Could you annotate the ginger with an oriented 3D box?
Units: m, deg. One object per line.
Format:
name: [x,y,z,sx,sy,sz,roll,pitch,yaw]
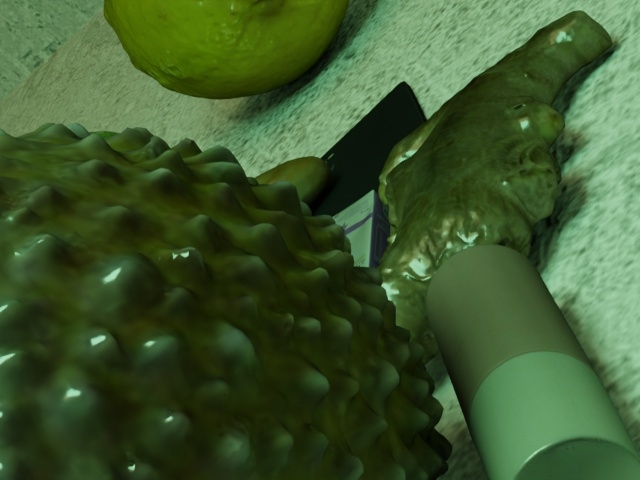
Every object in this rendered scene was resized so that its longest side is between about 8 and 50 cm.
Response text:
ginger: [0.092,-0.036,1.207,0.166,0.080,0.333,-22,31,30]

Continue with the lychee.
lychee: [-0.131,0.121,0.891,0.432,0.380,0.380,-31,7,-31]

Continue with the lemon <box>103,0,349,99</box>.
lemon: [-0.094,-0.263,1.865,0.260,0.260,0.284,-44,1,8]

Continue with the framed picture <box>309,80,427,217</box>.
framed picture: [0.000,0.000,1.457,0.244,0.013,0.324,-43,17,11]

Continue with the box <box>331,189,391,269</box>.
box: [0.028,0.021,1.274,0.051,0.036,0.117,-35,29,27]

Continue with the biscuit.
biscuit: [-0.095,-0.005,1.553,0.208,0.047,0.164,-4,43,53]

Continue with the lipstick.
lipstick: [0.105,0.075,0.944,0.070,0.070,0.254,-43,17,10]

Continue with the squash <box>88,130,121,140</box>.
squash: [-0.296,-0.001,1.862,0.189,0.189,0.260,-31,26,40]
